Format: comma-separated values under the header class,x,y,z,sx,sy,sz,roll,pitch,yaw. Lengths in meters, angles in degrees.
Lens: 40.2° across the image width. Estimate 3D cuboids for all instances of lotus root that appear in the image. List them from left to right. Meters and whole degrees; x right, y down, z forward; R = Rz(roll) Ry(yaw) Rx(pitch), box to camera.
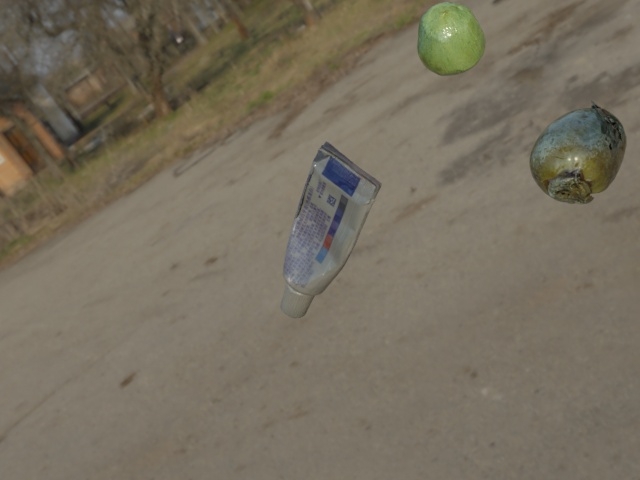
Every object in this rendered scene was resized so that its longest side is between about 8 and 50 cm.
class,x,y,z,sx,sy,sz,roll,pitch,yaw
lotus root,0.263,-0.094,0.883,0.088,0.088,0.165,-22,17,39

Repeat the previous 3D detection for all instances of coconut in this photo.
class,x,y,z,sx,sy,sz,roll,pitch,yaw
coconut,0.159,-0.242,1.070,0.087,0.096,0.088,-16,45,17

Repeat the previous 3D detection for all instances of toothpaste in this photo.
class,x,y,z,sx,sy,sz,roll,pitch,yaw
toothpaste,-0.002,-0.001,1.267,0.068,0.099,0.282,-70,2,-56
